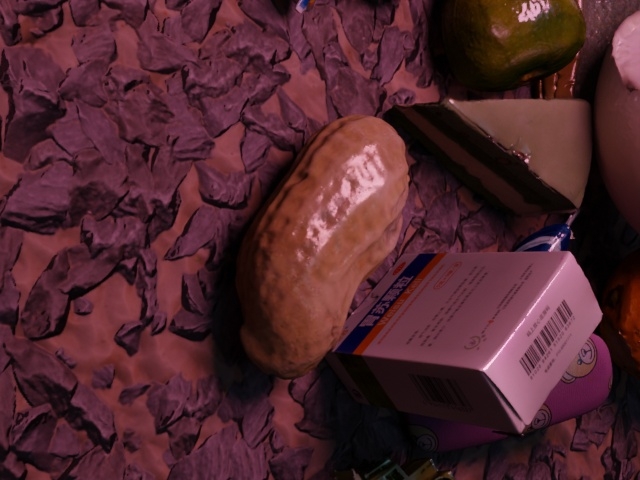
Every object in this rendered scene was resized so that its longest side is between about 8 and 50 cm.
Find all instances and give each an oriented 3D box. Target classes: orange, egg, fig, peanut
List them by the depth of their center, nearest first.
[{"bbox_3d":[-0.003,-0.004,1.165,0.340,0.158,0.174,-54,148,-19],"label":"peanut"},{"bbox_3d":[0.251,-0.338,1.353,0.203,0.203,0.235,-16,80,-36],"label":"fig"},{"bbox_3d":[0.568,-0.131,1.386,0.354,0.354,0.340,-37,140,-31],"label":"egg"},{"bbox_3d":[0.565,0.118,1.531,0.240,0.240,0.240,1,89,-37],"label":"orange"}]

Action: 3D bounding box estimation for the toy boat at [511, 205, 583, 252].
[{"bbox_3d":[0.319,0.015,1.411,0.067,0.220,0.291,39,39,6],"label":"toy boat"}]

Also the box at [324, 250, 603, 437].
[{"bbox_3d":[0.168,0.115,1.194,0.200,0.299,0.106,-46,116,-28],"label":"box"}]

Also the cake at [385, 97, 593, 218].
[{"bbox_3d":[0.247,-0.175,1.355,0.283,0.158,0.172,33,70,-29],"label":"cake"}]

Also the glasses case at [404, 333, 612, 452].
[{"bbox_3d":[0.268,0.213,1.356,0.316,0.076,0.123,-13,103,-13],"label":"glasses case"}]

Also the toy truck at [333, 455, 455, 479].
[{"bbox_3d":[0.057,0.347,1.222,0.259,0.128,0.135,-19,87,-35],"label":"toy truck"}]

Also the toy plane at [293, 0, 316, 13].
[{"bbox_3d":[-0.024,-0.421,1.161,0.182,0.107,0.273,-43,126,-45],"label":"toy plane"}]

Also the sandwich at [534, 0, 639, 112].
[{"bbox_3d":[0.463,-0.310,1.547,0.271,0.099,0.301,7,87,-39],"label":"sandwich"}]
